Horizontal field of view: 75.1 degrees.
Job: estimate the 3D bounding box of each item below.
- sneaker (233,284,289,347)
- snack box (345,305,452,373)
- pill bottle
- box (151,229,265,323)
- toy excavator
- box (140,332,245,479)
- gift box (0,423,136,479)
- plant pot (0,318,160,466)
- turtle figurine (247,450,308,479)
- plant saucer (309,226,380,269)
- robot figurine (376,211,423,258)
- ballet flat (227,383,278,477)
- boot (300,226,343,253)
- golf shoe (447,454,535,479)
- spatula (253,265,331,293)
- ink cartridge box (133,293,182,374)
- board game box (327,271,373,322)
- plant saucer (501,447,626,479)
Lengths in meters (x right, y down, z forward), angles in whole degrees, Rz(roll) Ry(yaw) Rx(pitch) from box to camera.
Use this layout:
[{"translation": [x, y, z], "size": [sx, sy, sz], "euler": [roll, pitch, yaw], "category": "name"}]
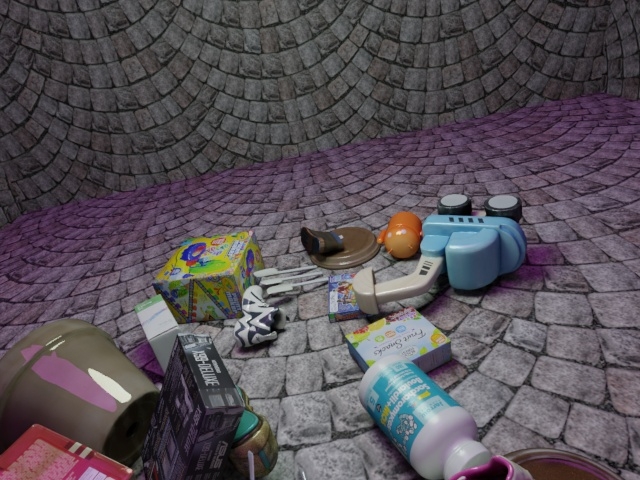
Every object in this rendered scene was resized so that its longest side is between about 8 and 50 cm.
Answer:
[{"translation": [-0.163, 0.222, 1.273], "size": [0.152, 0.094, 0.235], "euler": [-6, 27, 8], "category": "sneaker"}, {"translation": [0.195, 0.270, 1.054], "size": [0.207, 0.070, 0.174], "euler": [-22, 29, -14], "category": "snack box"}, {"translation": [0.201, 0.353, 0.818], "size": [0.146, 0.146, 0.264], "euler": [-24, 30, -20], "category": "pill bottle"}, {"translation": [-0.372, 0.122, 1.455], "size": [0.279, 0.177, 0.290], "euler": [-7, 29, 9], "category": "box"}, {"translation": [0.359, 0.056, 1.231], "size": [0.432, 0.223, 0.445], "euler": [4, 35, 30], "category": "toy excavator"}, {"translation": [-0.263, 0.377, 0.819], "size": [0.076, 0.308, 0.242], "euler": [13, 12, -34], "category": "box"}, {"translation": [-0.441, 0.518, 0.686], "size": [0.276, 0.258, 0.255], "euler": [21, 36, 16], "category": "gift box"}, {"translation": [-0.535, 0.382, 0.959], "size": [0.280, 0.323, 0.323], "euler": [19, 38, 18], "category": "plant pot"}, {"translation": [-0.034, 0.479, 0.636], "size": [0.266, 0.198, 0.274], "euler": [13, 41, 34], "category": "turtle figurine"}, {"translation": [0.091, 0.020, 1.593], "size": [0.277, 0.041, 0.278], "euler": [-11, 28, 6], "category": "plant saucer"}, {"translation": [0.298, -0.021, 1.484], "size": [0.158, 0.128, 0.219], "euler": [25, 36, 3], "category": "robot figurine"}, {"translation": [-0.179, 0.406, 0.898], "size": [0.123, 0.123, 0.348], "euler": [-27, 7, -25], "category": "ballet flat"}, {"translation": [0.000, 0.000, 1.574], "size": [0.106, 0.082, 0.219], "euler": [0, 18, -23], "category": "boot"}, {"translation": [0.191, 0.428, 0.639], "size": [0.306, 0.140, 0.115], "euler": [-33, 27, 3], "category": "golf shoe"}, {"translation": [-0.093, 0.123, 1.432], "size": [0.241, 0.019, 0.168], "euler": [-9, 20, -25], "category": "spatula"}, {"translation": [-0.458, 0.278, 1.224], "size": [0.093, 0.154, 0.212], "euler": [-27, 31, -25], "category": "ink cartridge box"}, {"translation": [0.092, 0.173, 1.314], "size": [0.136, 0.035, 0.201], "euler": [-9, 28, 7], "category": "board game box"}, {"translation": [0.391, 0.458, 0.654], "size": [0.310, 0.050, 0.311], "euler": [-10, 29, 6], "category": "plant saucer"}]
